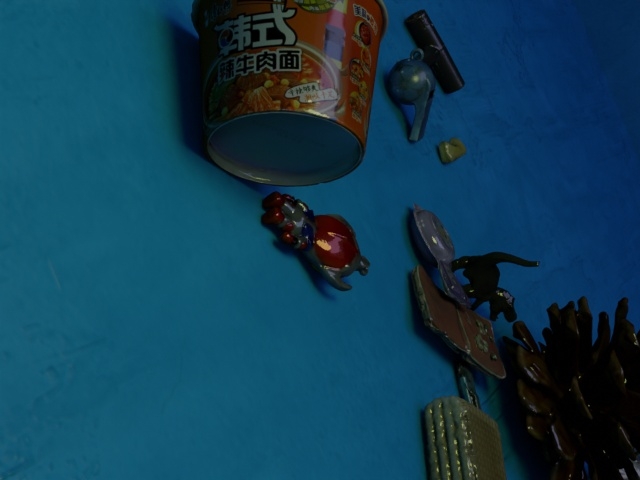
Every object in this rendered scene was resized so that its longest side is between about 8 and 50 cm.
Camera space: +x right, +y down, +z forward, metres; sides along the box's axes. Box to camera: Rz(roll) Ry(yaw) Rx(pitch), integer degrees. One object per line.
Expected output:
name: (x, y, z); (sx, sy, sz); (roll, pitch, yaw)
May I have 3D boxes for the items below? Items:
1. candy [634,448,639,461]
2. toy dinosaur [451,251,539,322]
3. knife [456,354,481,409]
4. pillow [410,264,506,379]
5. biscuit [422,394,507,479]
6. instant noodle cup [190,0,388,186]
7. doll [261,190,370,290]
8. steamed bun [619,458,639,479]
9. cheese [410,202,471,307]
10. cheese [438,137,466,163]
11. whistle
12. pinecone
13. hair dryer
candy: (0.764, 0.470, 2.395); (0.214, 0.157, 0.289); (30, 45, -44)
toy dinosaur: (0.305, 0.060, 1.841); (0.187, 0.179, 0.087); (36, 41, -49)
knife: (0.251, 0.315, 1.720); (0.044, 0.026, 0.296); (38, 37, -63)
pillow: (0.218, 0.135, 1.761); (0.232, 0.043, 0.126); (38, 26, -41)
biscuit: (0.219, 0.426, 1.520); (0.144, 0.078, 0.426); (37, 40, -47)
instant noodle cup: (-0.042, -0.192, 1.358); (0.250, 0.250, 0.192); (32, 53, -49)
doll: (0.000, 0.001, 1.465); (0.195, 0.062, 0.104); (33, 25, -36)
steamed bun: (0.578, 0.506, 2.064); (0.231, 0.110, 0.212); (-6, 63, -25)
cheese: (0.192, 0.020, 1.791); (0.105, 0.042, 0.191); (29, 36, -54)
cheese: (0.244, -0.170, 2.067); (0.083, 0.030, 0.044); (-31, 104, -57)
whistle: (0.155, -0.259, 1.938); (0.090, 0.090, 0.158); (-29, 136, -63)
pinecone: (0.512, 0.250, 1.883); (0.384, 0.384, 0.384); (41, 37, -41)
hair dryer: (0.206, -0.325, 2.106); (0.173, 0.050, 0.195); (54, 34, -22)
